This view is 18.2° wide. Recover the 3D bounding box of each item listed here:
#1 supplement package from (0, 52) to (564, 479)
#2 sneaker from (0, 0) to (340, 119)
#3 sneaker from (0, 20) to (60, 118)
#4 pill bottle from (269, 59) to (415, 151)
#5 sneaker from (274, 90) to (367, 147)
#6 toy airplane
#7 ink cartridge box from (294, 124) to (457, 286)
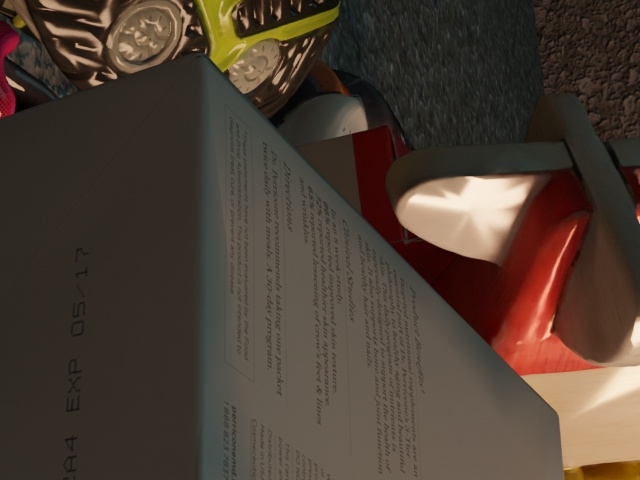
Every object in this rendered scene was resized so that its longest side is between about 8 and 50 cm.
[{"bbox_3d":[-0.054,0.113,0.638,0.262,0.198,0.199,44,37,-50],"label":"supplement package"},{"bbox_3d":[-0.126,-0.173,0.878,0.147,0.145,0.384,44,3,42],"label":"sneaker"},{"bbox_3d":[-0.139,0.000,0.912,0.299,0.112,0.121,53,29,-62],"label":"sneaker"},{"bbox_3d":[0.011,-0.044,1.510,0.246,0.130,0.130,53,29,-59],"label":"pill bottle"},{"bbox_3d":[0.016,0.048,1.328,0.111,0.129,0.297,12,80,-60],"label":"sneaker"},{"bbox_3d":[0.106,0.106,1.037,0.384,0.386,0.272,27,49,-55],"label":"toy airplane"},{"bbox_3d":[0.000,0.000,1.214,0.134,0.231,0.078,46,35,-66],"label":"ink cartridge box"}]
